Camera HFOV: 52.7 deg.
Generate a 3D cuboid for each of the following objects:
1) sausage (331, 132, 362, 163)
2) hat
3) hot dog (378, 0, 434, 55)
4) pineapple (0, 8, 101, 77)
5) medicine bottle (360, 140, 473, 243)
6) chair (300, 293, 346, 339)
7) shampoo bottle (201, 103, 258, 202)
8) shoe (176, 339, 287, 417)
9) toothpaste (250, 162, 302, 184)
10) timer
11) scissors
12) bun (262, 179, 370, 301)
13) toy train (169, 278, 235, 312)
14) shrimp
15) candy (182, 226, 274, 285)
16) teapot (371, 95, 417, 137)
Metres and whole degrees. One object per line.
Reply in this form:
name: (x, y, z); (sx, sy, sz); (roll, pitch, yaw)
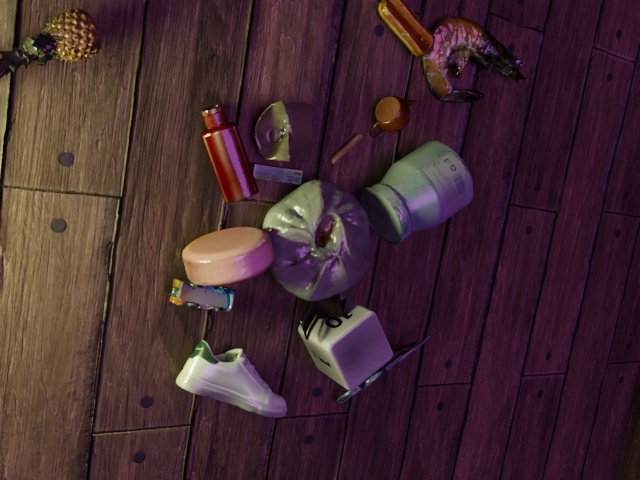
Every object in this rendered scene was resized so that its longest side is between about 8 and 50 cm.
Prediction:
sausage: (0.079, -0.282, 1.986); (0.132, 0.024, 0.024); (-43, 120, -16)
hat: (-0.102, -0.318, 1.854); (0.173, 0.144, 0.167); (-41, 130, -70)
hot dog: (0.267, -0.657, 1.989); (0.235, 0.062, 0.092); (44, 83, -27)
pineapple: (-0.644, -0.432, 1.457); (0.277, 0.130, 0.119); (-31, 145, -25)
medicine bottle: (0.294, -0.144, 2.027); (0.289, 0.245, 0.245); (-31, 116, -20)
chair: (0.011, 0.211, 1.944); (0.101, 0.212, 0.084); (-12, 113, 15)
shampoo bottle: (-0.255, -0.238, 1.763); (0.102, 0.064, 0.260); (-18, 111, -5)
shoe: (-0.235, 0.403, 1.899); (0.362, 0.131, 0.160); (26, 82, -30)
toothpaste: (-0.130, -0.192, 1.872); (0.164, 0.034, 0.046); (4, 99, -32)
timer: (0.078, 0.317, 2.025); (0.192, 0.195, 0.194); (-35, 116, -20)
scissors: (0.229, 0.420, 2.173); (0.383, 0.256, 0.029); (-28, 76, -37)
bun: (0.005, 0.003, 1.870); (0.354, 0.194, 0.355); (1, 86, -20)
toy train: (-0.332, 0.150, 1.791); (0.188, 0.099, 0.072); (13, 92, -32)
shrimp: (0.520, -0.574, 2.161); (0.444, 0.085, 0.272); (11, 101, -30)
candy: (-0.239, 0.038, 1.735); (0.255, 0.255, 0.095); (-20, 111, -27)
teapot: (0.228, -0.384, 2.015); (0.173, 0.116, 0.116); (-43, 123, 15)
